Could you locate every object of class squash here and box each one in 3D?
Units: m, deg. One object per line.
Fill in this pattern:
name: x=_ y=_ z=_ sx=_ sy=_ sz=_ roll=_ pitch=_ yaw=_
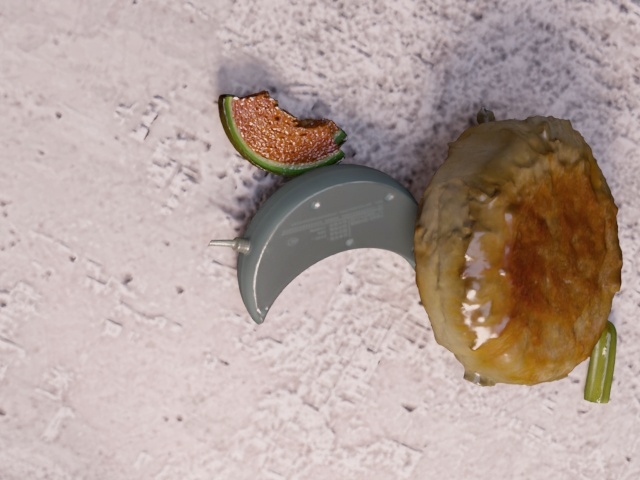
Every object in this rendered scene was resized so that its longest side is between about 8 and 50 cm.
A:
squash: x=0.281 y=0.120 z=1.935 sx=0.027 sy=0.027 sz=0.083 roll=4 pitch=100 yaw=-22

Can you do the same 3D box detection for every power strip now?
power strip: x=0.000 y=0.000 z=1.774 sx=0.216 sy=0.044 sz=0.137 roll=-13 pitch=121 yaw=-19

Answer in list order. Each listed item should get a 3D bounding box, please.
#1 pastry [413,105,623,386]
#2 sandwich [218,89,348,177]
pastry: x=0.177 y=0.010 z=1.795 sx=0.236 sy=0.121 sz=0.257 roll=22 pitch=78 yaw=-45
sandwich: x=-0.040 y=-0.095 z=1.756 sx=0.135 sy=0.029 sz=0.067 roll=23 pitch=94 yaw=-26
